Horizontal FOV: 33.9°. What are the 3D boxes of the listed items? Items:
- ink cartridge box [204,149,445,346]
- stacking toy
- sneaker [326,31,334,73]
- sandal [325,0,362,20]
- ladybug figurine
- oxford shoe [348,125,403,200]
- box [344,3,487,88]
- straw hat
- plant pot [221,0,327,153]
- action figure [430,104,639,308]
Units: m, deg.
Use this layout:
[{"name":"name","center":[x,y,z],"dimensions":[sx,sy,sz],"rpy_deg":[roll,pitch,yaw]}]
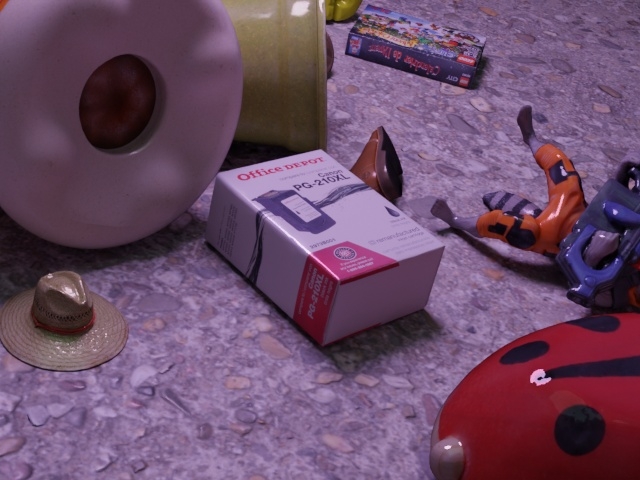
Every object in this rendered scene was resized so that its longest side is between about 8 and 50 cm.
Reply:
[{"name":"ink cartridge box","center":[0.000,0.000,1.253],"dimensions":[0.172,0.100,0.237],"rpy_deg":[-17,43,-38]},{"name":"stacking toy","center":[-0.362,-0.220,1.310],"dimensions":[0.350,0.351,0.479],"rpy_deg":[-20,33,-40]},{"name":"sneaker","center":[-0.118,-0.332,1.715],"dimensions":[0.282,0.099,0.153],"rpy_deg":[16,-13,-42]},{"name":"sandal","center":[-0.077,-0.467,1.926],"dimensions":[0.317,0.126,0.138],"rpy_deg":[-4,32,-38]},{"name":"ladybug figurine","center":[0.318,0.182,1.033],"dimensions":[0.449,0.162,0.305],"rpy_deg":[-4,37,-24]},{"name":"oxford shoe","center":[0.071,-0.105,1.473],"dimensions":[0.076,0.076,0.212],"rpy_deg":[-24,17,16]},{"name":"box","center":[0.175,-0.353,1.897],"dimensions":[0.233,0.044,0.159],"rpy_deg":[17,33,6]},{"name":"straw hat","center":[-0.269,0.066,1.098],"dimensions":[0.144,0.061,0.144],"rpy_deg":[9,32,-6]},{"name":"plant pot","center":[-0.120,-0.243,1.468],"dimensions":[0.253,0.276,0.276],"rpy_deg":[-2,34,-1]},{"name":"action figure","center":[0.367,-0.039,1.383],"dimensions":[0.341,0.179,0.330],"rpy_deg":[-40,61,-22]}]
